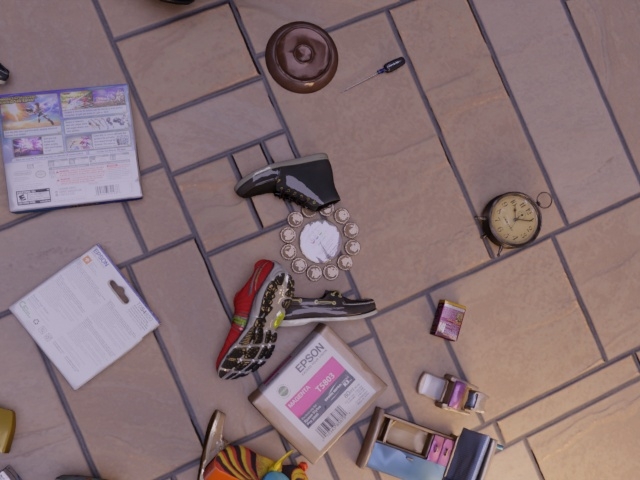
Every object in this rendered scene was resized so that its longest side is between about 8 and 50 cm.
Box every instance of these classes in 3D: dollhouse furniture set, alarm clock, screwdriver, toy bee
[{"bbox_3d":[0.235,0.412,1.655,0.198,0.303,0.286,21,82,-9],"label":"dollhouse furniture set"},{"bbox_3d":[0.455,-0.055,1.852,0.192,0.064,0.129,-30,91,-9],"label":"alarm clock"},{"bbox_3d":[0.118,-0.380,1.839,0.170,0.024,0.025,-24,120,-9],"label":"screwdriver"},{"bbox_3d":[-0.097,0.513,1.674,0.195,0.162,0.298,-27,108,26],"label":"toy bee"}]

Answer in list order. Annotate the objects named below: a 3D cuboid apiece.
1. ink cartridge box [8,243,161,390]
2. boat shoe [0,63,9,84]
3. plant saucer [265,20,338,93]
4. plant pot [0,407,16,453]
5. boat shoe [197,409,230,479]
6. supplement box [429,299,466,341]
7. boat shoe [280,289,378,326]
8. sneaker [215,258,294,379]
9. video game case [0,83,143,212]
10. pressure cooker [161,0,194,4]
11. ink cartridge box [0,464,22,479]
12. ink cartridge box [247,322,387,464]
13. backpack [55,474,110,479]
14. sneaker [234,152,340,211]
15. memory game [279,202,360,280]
[{"bbox_3d":[-0.486,0.158,1.674,0.224,0.045,0.223,-37,93,-12],"label":"ink cartridge box"},{"bbox_3d":[-0.735,-0.422,1.654,0.254,0.095,0.079,40,91,4],"label":"boat shoe"},{"bbox_3d":[-0.039,-0.416,1.809,0.169,0.029,0.168,1,86,-11],"label":"plant saucer"},{"bbox_3d":[-0.654,0.376,1.613,0.082,0.081,0.083,20,72,-8],"label":"plant pot"},{"bbox_3d":[-0.217,0.442,1.697,0.059,0.063,0.169,12,93,-12],"label":"boat shoe"},{"bbox_3d":[0.288,0.180,1.814,0.055,0.043,0.083,20,82,-8],"label":"supplement box"},{"bbox_3d":[0.012,0.142,1.747,0.228,0.081,0.068,-5,91,-8],"label":"boat shoe"},{"bbox_3d":[-0.148,0.168,1.714,0.107,0.118,0.278,20,103,-42],"label":"sneaker"},{"bbox_3d":[-0.523,-0.192,1.687,0.270,0.061,0.244,-7,88,-11],"label":"video game case"},{"bbox_3d":[-0.284,-0.716,1.608,0.375,0.421,0.369,44,58,-26],"label":"pressure cooker"},{"bbox_3d":[-0.626,0.482,1.605,0.028,0.083,0.048,-39,93,-11],"label":"ink cartridge box"},{"bbox_3d":[-0.007,0.326,1.727,0.193,0.088,0.234,45,80,-5],"label":"ink cartridge box"},{"bbox_3d":[-0.468,0.538,1.576,0.166,0.188,0.144,11,84,-9],"label":"backpack"},{"bbox_3d":[-0.068,-0.107,1.744,0.222,0.083,0.118,-18,79,-12],"label":"sneaker"},{"bbox_3d":[0.000,0.000,1.792,0.186,0.012,0.186,1,85,-10],"label":"memory game"}]
